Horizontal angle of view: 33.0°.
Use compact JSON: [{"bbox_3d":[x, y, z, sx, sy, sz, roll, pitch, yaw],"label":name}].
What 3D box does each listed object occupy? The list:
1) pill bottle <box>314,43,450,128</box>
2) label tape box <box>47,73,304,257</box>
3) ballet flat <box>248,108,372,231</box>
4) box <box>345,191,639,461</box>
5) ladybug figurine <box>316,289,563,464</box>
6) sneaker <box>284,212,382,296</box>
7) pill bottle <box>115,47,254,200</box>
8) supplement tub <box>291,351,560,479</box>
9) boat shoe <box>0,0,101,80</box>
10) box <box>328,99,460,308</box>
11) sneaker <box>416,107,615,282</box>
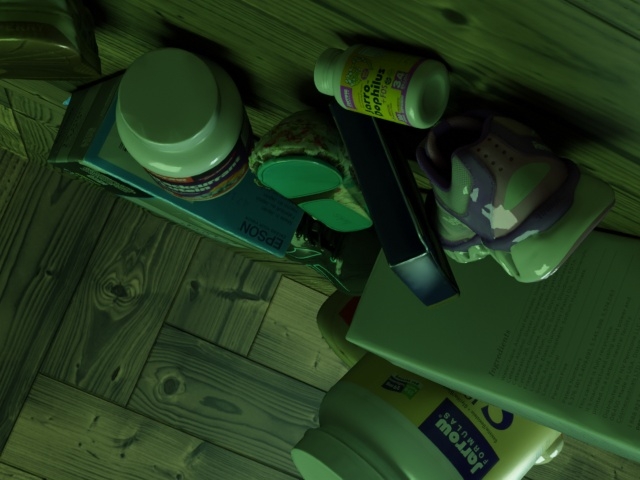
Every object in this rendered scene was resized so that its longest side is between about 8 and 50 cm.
[{"bbox_3d":[0.037,-0.100,0.688,0.083,0.043,0.043,19,172,34],"label":"pill bottle"},{"bbox_3d":[-0.187,-0.086,1.304,0.249,0.115,0.347,26,172,-22],"label":"label tape box"},{"bbox_3d":[-0.005,-0.069,0.942,0.091,0.077,0.241,-5,166,13],"label":"ballet flat"},{"bbox_3d":[0.233,0.092,1.019,0.345,0.168,0.215,16,171,46],"label":"box"},{"bbox_3d":[0.191,0.172,1.620,0.449,0.162,0.305,33,-168,35],"label":"ladybug figurine"},{"bbox_3d":[0.000,0.000,1.407,0.106,0.101,0.267,32,169,-40],"label":"sneaker"},{"bbox_3d":[-0.118,-0.101,0.942,0.108,0.108,0.193,23,174,4],"label":"pill bottle"},{"bbox_3d":[0.150,0.211,1.317,0.241,0.331,0.241,40,159,19],"label":"supplement tub"},{"bbox_3d":[-0.231,-0.180,0.881,0.104,0.089,0.285,-2,-177,-14],"label":"boat shoe"},{"bbox_3d":[0.059,-0.031,0.849,0.036,0.137,0.225,-22,163,7],"label":"box"},{"bbox_3d":[0.109,-0.043,0.739,0.104,0.095,0.236,41,178,-8],"label":"sneaker"}]
